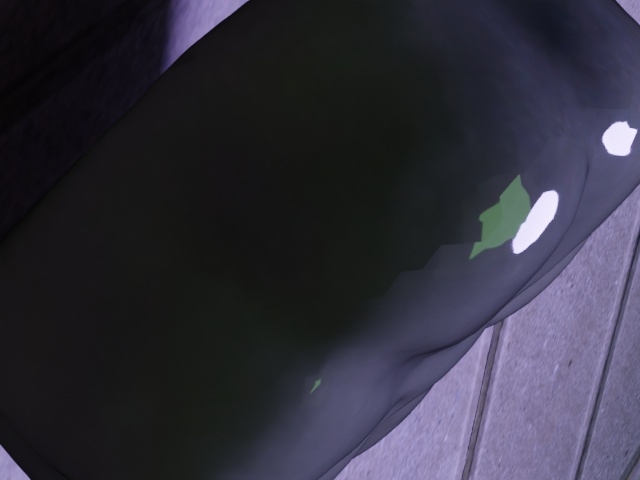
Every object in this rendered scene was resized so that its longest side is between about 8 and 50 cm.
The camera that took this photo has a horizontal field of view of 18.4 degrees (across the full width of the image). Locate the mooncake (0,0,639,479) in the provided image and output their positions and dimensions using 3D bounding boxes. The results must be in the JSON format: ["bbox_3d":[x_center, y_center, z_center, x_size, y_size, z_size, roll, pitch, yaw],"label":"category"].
[{"bbox_3d":[0.000,0.000,0.686,0.275,0.135,0.275,-40,175,-5],"label":"mooncake"}]
